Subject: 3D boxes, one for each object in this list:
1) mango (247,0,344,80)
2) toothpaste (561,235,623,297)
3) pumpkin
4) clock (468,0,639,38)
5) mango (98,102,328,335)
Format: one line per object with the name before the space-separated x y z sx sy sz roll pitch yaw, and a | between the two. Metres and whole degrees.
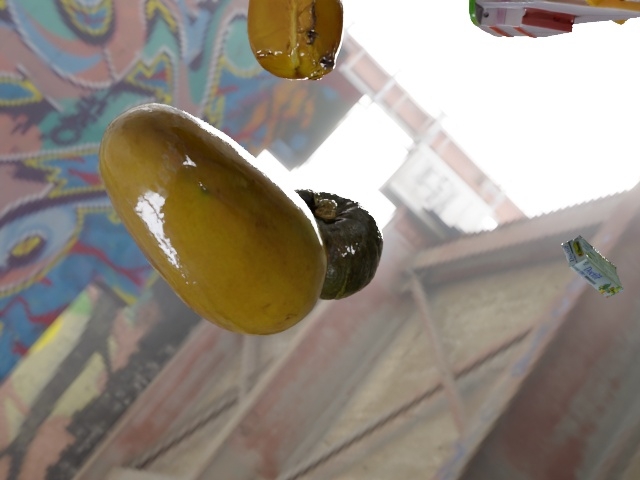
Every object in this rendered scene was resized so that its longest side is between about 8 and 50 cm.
mango | -0.032 -0.343 1.690 0.154 0.126 0.252 46 44 -66
toothpaste | 0.436 0.043 1.964 0.034 0.164 0.046 -28 -123 23
pumpkin | 0.000 0.000 2.082 0.224 0.223 0.157 -67 172 -60
clock | 0.397 -0.419 1.827 0.309 0.166 0.235 7 -91 32
mango | -0.159 -0.032 1.784 0.232 0.446 0.300 -44 -136 -1
